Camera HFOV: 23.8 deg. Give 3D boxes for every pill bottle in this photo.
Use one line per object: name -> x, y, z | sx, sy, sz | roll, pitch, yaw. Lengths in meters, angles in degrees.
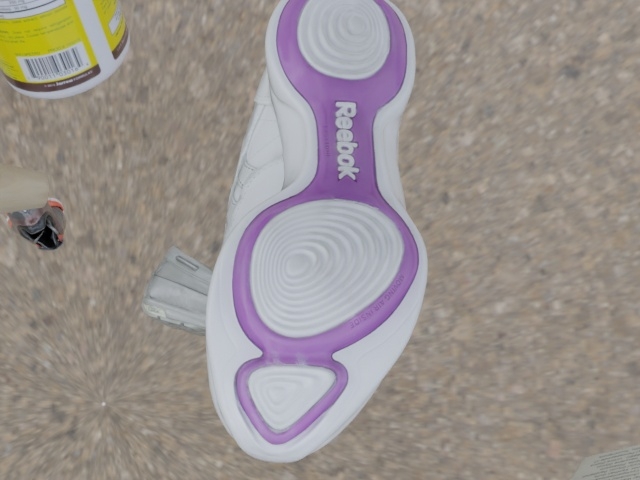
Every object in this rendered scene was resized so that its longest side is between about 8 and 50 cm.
pill bottle -> -0.241, -0.230, 1.259 | 0.117, 0.215, 0.117 | -8, 45, 8

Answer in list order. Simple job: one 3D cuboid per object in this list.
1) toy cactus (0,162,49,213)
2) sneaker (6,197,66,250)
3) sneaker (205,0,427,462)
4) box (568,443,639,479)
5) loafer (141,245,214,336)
toy cactus -> -0.344, -0.057, 1.402 | 0.180, 0.219, 0.112 | 2, 65, -30
sneaker -> -0.307, -0.012, 1.660 | 0.061, 0.158, 0.065 | -29, 78, -1
sneaker -> 0.000, 0.000, 0.885 | 0.114, 0.152, 0.305 | 12, 56, -3
box -> 0.162, 0.220, 0.845 | 0.275, 0.113, 0.094 | -41, 106, -48
loafer -> -0.076, 0.082, 1.914 | 0.319, 0.112, 0.111 | 14, 80, 21
